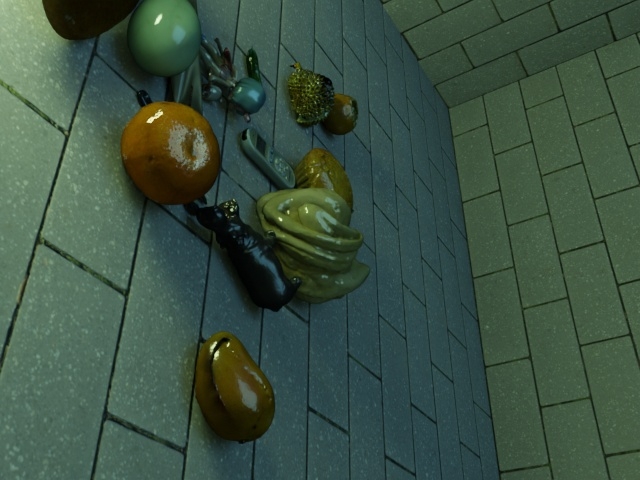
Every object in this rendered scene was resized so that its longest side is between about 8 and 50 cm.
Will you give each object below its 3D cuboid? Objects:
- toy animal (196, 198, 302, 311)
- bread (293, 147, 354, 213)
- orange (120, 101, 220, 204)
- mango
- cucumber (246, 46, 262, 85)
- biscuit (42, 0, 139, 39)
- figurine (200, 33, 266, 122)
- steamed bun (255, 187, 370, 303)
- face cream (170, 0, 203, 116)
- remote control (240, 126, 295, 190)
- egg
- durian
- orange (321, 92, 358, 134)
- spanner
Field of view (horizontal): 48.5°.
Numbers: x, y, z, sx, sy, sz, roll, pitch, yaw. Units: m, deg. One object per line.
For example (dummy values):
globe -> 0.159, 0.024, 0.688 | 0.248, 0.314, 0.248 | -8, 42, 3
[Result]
toy animal -> -0.177, 0.023, 1.742 | 0.343, 0.106, 0.168 | 55, 27, -24
bread -> 0.007, -0.170, 2.204 | 0.240, 0.139, 0.239 | 44, 36, -44
orange -> -0.323, -0.183, 1.519 | 0.224, 0.170, 0.223 | 7, 80, -45
mango -> -0.185, 0.308, 1.491 | 0.166, 0.136, 0.235 | 3, 64, -59
cucumber -> -0.203, -0.515, 2.143 | 0.039, 0.039, 0.167 | 11, 65, -62
biscuit -> -0.461, -0.587, 1.464 | 0.367, 0.063, 0.314 | -62, 165, -51
figurine -> -0.254, -0.437, 1.913 | 0.260, 0.103, 0.205 | 50, 29, -18
steamed bun -> -0.003, -0.001, 1.974 | 0.372, 0.231, 0.325 | 62, 23, -14
face cream -> -0.342, -0.460, 1.791 | 0.137, 0.084, 0.341 | 24, 58, -69
remote control -> -0.151, -0.231, 2.040 | 0.244, 0.047, 0.087 | 46, 38, -42
egg -> -0.361, -0.479, 1.648 | 0.168, 0.168, 0.230 | 46, 32, -42
durian -> -0.023, -0.505, 2.382 | 0.193, 0.138, 0.237 | 7, 66, -62
orange -> 0.071, -0.455, 2.543 | 0.155, 0.134, 0.154 | 35, 42, -40
spanner -> -0.346, -0.206, 1.663 | 0.315, 0.024, 0.087 | 65, 24, -10
